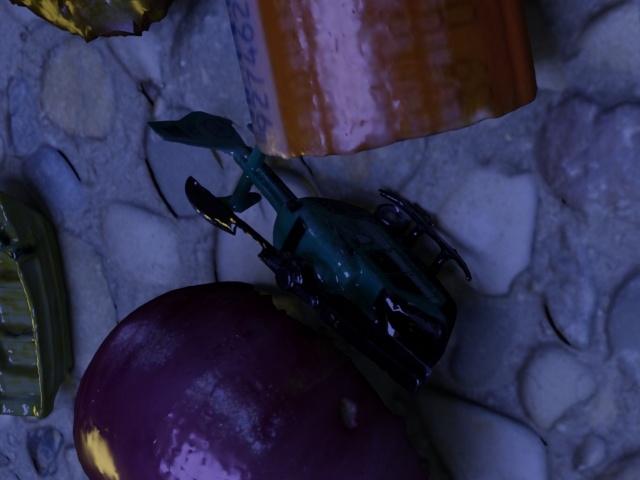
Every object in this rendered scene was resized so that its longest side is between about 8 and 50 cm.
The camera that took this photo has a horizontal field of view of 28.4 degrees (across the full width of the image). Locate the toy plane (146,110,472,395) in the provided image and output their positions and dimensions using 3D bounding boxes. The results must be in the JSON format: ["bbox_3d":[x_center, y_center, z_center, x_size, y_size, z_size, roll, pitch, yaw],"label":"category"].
[{"bbox_3d":[0.000,0.000,1.116,0.382,0.155,0.106,49,127,28],"label":"toy plane"}]

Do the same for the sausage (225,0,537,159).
[{"bbox_3d":[0.031,-0.226,0.964,0.233,0.233,0.287,-5,103,33],"label":"sausage"}]

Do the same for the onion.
[{"bbox_3d":[-0.088,0.213,1.136,0.358,0.344,0.358,160,90,-79],"label":"onion"}]

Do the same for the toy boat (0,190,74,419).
[{"bbox_3d":[-0.338,0.058,1.387,0.111,0.084,0.276,2,111,28],"label":"toy boat"}]

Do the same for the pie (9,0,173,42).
[{"bbox_3d":[-0.242,-0.346,1.167,0.355,0.103,0.288,46,124,10],"label":"pie"}]
